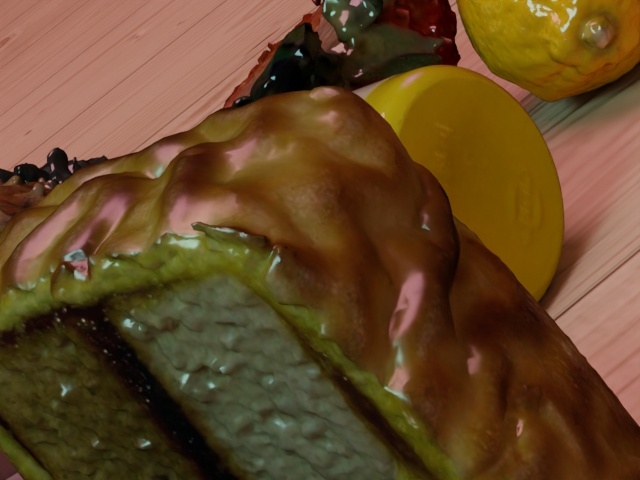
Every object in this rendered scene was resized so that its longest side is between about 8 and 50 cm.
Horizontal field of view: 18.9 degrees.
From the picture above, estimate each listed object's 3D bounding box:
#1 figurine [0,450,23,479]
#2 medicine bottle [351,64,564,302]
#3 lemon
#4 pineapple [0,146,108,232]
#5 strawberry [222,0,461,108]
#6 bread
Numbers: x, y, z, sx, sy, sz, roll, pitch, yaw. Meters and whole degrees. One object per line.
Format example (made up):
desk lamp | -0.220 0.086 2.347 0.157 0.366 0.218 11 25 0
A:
figurine | -0.162 0.141 0.802 0.176 0.186 0.287 -60 35 7
medicine bottle | 0.000 0.000 0.909 0.212 0.122 0.122 -17 27 46
lemon | 0.127 -0.133 1.019 0.114 0.114 0.155 -32 26 13
pineapple | -0.163 0.013 1.137 0.158 0.158 0.278 -31 16 16
strawberry | 0.005 -0.066 1.076 0.188 0.106 0.286 -51 7 -7
bread | 0.000 0.062 0.608 0.181 0.222 0.096 -26 20 40
